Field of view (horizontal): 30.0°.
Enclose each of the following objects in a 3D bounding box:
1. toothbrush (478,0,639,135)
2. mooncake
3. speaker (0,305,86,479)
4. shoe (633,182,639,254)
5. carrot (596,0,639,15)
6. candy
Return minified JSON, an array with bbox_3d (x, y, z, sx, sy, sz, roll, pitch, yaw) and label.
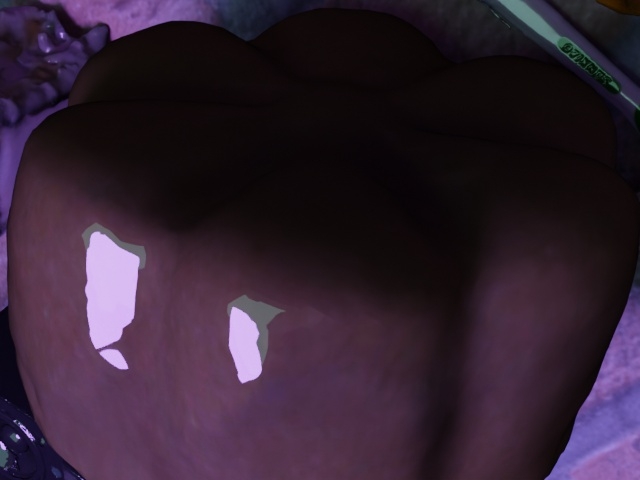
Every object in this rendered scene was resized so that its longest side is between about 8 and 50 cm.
[{"bbox_3d":[0.276,-0.087,0.946,0.418,0.040,0.042,43,113,8],"label":"toothbrush"},{"bbox_3d":[0.000,0.000,0.903,0.466,0.467,0.262,21,127,21],"label":"mooncake"},{"bbox_3d":[-0.270,0.180,1.328,0.232,0.254,0.184,30,132,15],"label":"speaker"},{"bbox_3d":[0.303,0.036,0.962,0.180,0.092,0.089,49,133,-3],"label":"shoe"},{"bbox_3d":[0.288,-0.175,0.874,0.170,0.042,0.042,16,126,23],"label":"carrot"},{"bbox_3d":[-0.316,-0.123,1.221,0.137,0.185,0.195,33,136,18],"label":"candy"}]
